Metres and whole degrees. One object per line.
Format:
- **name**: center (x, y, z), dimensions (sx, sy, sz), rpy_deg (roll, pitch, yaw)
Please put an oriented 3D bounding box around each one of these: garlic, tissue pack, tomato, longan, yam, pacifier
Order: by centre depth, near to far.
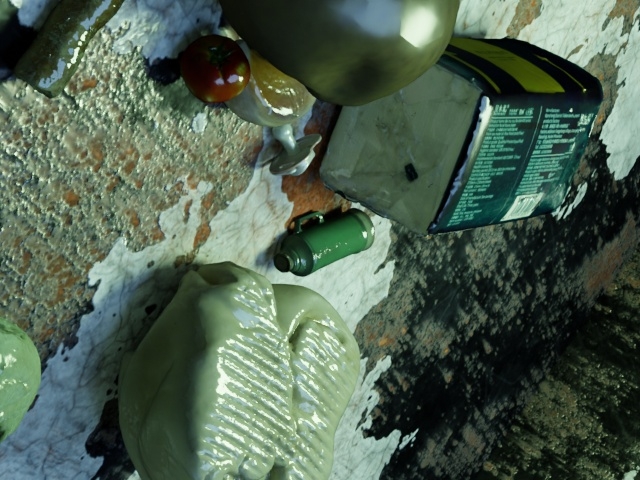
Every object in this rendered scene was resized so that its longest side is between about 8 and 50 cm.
- **yam**: center (-0.235, -0.266, 1.353), dimensions (0.253, 0.061, 0.061), rpy_deg (-55, 152, -7)
- **longan**: center (0.026, -0.308, 1.503), dimensions (0.350, 0.288, 0.288), rpy_deg (5, 113, -56)
- **tomato**: center (-0.131, -0.208, 1.551), dimensions (0.087, 0.087, 0.075), rpy_deg (-44, 167, -25)
- **garlic**: center (-0.050, -0.222, 1.669), dimensions (0.198, 0.090, 0.129), rpy_deg (-24, 124, -40)
- **pacifier**: center (-0.047, -0.134, 1.792), dimensions (0.078, 0.081, 0.099), rpy_deg (60, 34, -24)
- **tissue pack**: center (0.228, -0.170, 1.975), dimensions (0.416, 0.253, 0.264), rpy_deg (-12, 127, -53)

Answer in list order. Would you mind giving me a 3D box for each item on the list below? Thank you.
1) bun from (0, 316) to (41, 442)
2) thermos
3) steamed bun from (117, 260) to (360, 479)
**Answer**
- **bun**: center (-0.413, 0.188, 1.465), dimensions (0.221, 0.108, 0.221), rpy_deg (-38, 145, -33)
- **thermos**: center (0.002, 0.004, 1.981), dimensions (0.187, 0.073, 0.083), rpy_deg (-24, 139, -46)
- **steamed bun**: center (-0.141, 0.225, 1.783), dimensions (0.342, 0.255, 0.368), rpy_deg (41, 51, -37)
